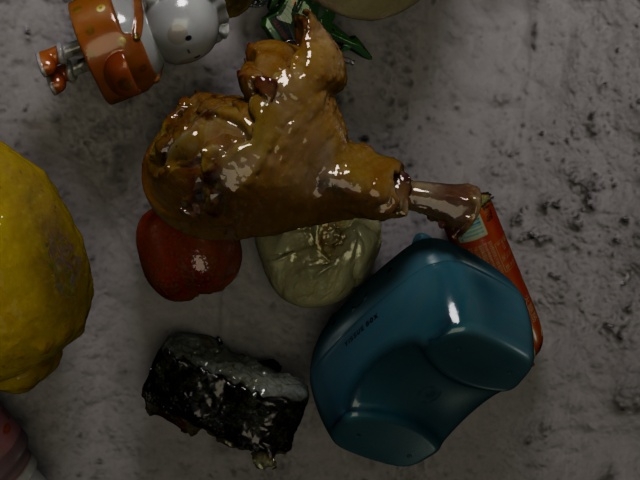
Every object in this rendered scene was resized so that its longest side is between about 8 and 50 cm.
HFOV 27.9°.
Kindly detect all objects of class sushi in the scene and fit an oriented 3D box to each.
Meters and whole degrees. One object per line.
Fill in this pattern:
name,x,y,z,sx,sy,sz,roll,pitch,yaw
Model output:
sushi,-0.124,0.205,1.709,0.212,0.147,0.115,20,109,4

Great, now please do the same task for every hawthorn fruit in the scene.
hawthorn fruit,-0.171,0.008,1.646,0.132,0.133,0.138,-19,92,-3

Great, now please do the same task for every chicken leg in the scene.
chicken leg,0.002,-0.120,1.540,0.409,0.182,0.295,13,92,-2

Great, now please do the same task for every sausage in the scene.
sausage,0.241,0.064,1.751,0.083,0.083,0.264,-25,110,-1

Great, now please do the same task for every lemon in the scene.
lemon,-0.420,0.025,1.541,0.316,0.285,0.285,39,97,4

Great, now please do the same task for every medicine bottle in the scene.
medicine bottle,-0.456,0.271,1.665,0.147,0.147,0.247,-36,109,2

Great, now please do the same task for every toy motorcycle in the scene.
toy motorcycle,-0.022,-0.278,1.618,0.106,0.074,0.190,-39,108,-6

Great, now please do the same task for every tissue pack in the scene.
tissue pack,0.125,0.135,1.667,0.198,0.206,0.287,25,125,-29

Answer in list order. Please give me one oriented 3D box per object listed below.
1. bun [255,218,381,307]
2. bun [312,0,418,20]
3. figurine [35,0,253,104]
bun,0.000,0.000,1.674,0.164,0.111,0.188,36,101,-11
bun,0.048,-0.403,1.525,0.272,0.168,0.273,-1,94,-17
figurine,-0.211,-0.255,1.559,0.271,0.143,0.143,-34,108,-9
